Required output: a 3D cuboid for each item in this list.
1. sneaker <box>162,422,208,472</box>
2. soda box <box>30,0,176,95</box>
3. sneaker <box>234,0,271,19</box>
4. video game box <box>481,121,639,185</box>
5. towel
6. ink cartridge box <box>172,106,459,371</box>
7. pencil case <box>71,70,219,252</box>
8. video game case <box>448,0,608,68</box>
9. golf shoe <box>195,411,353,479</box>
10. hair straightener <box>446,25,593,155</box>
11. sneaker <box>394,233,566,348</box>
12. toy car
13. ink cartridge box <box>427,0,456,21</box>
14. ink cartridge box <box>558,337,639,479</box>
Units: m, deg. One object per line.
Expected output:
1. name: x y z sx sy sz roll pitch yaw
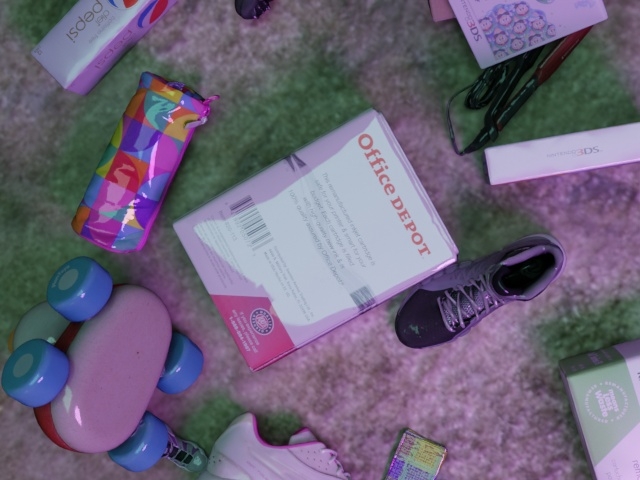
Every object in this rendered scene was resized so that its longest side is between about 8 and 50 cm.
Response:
1. sneaker: -0.191 0.268 1.289 0.098 0.069 0.038 31 96 7
2. soda box: -0.258 -0.285 1.285 0.216 0.074 0.069 -45 85 7
3. sneaker: -0.083 -0.390 1.260 0.106 0.078 0.234 15 89 10
4. video game box: 0.288 -0.099 1.154 0.205 0.187 0.048 -9 90 9
5. towel: 0.118 0.284 1.275 0.060 0.009 0.083 22 95 6
6. ink cartridge box: 0.000 0.000 1.231 0.283 0.117 0.207 -29 86 8
7. pencil case: -0.222 -0.097 1.274 0.104 0.104 0.236 28 96 7
8. video game case: 0.229 -0.281 1.157 0.157 0.019 0.143 -20 127 19
9. golf shoe: 0.004 0.310 1.245 0.306 0.115 0.140 21 73 -2
10. hair straightener: 0.229 -0.203 1.241 0.089 0.047 0.230 42 102 23
11. sneaker: 0.184 0.059 1.199 0.229 0.132 0.086 -31 87 7
12. toy car: -0.314 0.149 1.255 0.238 0.219 0.210 0 57 39
13. ink cartridge box: 0.224 -0.368 1.154 0.235 0.088 0.193 -11 134 8
14. ink cartridge box: 0.477 0.194 1.166 0.354 0.119 0.207 -17 88 8
